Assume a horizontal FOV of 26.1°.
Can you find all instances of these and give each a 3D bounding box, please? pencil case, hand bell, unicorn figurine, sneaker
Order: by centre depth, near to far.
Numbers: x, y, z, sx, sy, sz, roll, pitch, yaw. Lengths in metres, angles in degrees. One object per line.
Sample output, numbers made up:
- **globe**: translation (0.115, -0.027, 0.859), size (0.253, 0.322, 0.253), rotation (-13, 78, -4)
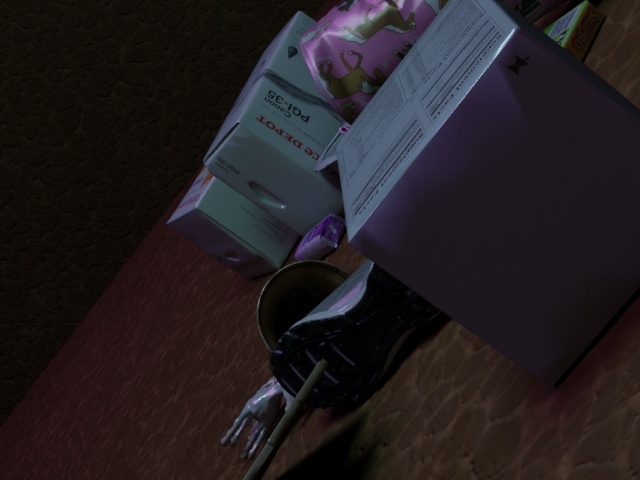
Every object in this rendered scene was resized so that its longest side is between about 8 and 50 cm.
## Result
- **sneaker**: translation (0.056, 0.073, 1.388), size (0.271, 0.100, 0.108), rotation (-44, 2, 28)
- **unicorn figurine**: translation (-0.062, 0.193, 1.547), size (0.111, 0.060, 0.162), rotation (-56, 12, -5)
- **pencil case**: translation (0.157, -0.275, 1.579), size (0.386, 0.160, 0.167), rotation (-35, 27, 15)
- **hand bell**: translation (-0.031, 0.115, 1.600), size (0.126, 0.126, 0.242), rotation (-59, 2, -20)

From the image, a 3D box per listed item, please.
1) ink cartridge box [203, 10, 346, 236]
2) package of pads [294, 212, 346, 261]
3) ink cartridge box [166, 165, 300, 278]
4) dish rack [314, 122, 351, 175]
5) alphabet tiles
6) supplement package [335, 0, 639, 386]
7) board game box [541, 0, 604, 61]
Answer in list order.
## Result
- **ink cartridge box**: translation (-0.019, -0.171, 2.032), size (0.117, 0.207, 0.283), rotation (-44, 16, 45)
- **package of pads**: translation (0.000, 0.000, 1.908), size (0.083, 0.032, 0.050), rotation (-36, 24, 55)
- **ink cartridge box**: translation (-0.098, -0.083, 2.179), size (0.232, 0.168, 0.171), rotation (-59, 14, -18)
- **dish rack**: translation (0.142, -0.216, 1.839), size (0.333, 0.072, 0.285), rotation (-55, 11, -19)
- **alphabet tiles**: translation (-0.089, 0.269, 1.311), size (0.285, 0.011, 0.342), rotation (-55, -5, -48)
- **supplement package**: translation (0.149, -0.059, 1.101), size (0.198, 0.199, 0.262), rotation (-52, 12, 14)
- **board game box**: translation (0.213, -0.170, 1.560), size (0.259, 0.039, 0.124), rotation (-27, 29, 59)
